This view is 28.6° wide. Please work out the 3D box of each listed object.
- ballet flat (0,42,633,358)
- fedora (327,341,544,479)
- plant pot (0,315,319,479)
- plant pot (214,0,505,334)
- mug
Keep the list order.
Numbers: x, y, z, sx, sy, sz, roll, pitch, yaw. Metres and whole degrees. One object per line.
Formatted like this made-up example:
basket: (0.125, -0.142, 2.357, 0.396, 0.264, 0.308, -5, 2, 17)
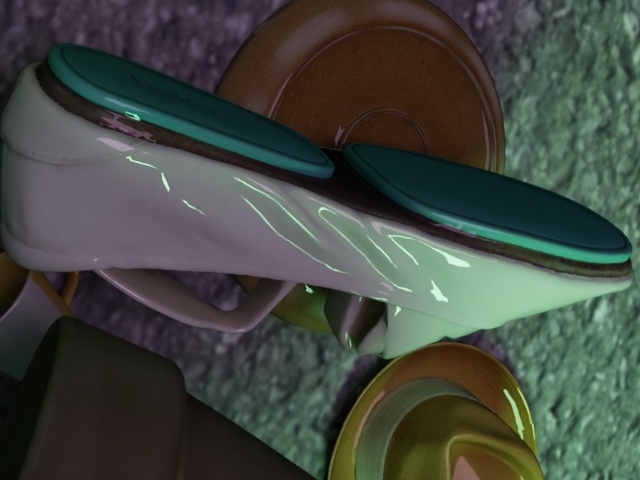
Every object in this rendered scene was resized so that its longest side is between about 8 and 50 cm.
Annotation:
ballet flat: (0.000, 0.000, 0.735, 0.400, 0.139, 0.139, 14, 92, -28)
fedora: (0.097, 0.168, 0.876, 0.194, 0.079, 0.194, -6, 102, -30)
plant pot: (-0.056, 0.236, 0.611, 0.280, 0.323, 0.323, 23, 87, -13)
plant pot: (0.035, -0.050, 0.825, 0.236, 0.032, 0.236, -7, 102, -31)
mug: (-0.162, 0.043, 0.708, 0.078, 0.062, 0.064, -46, 127, -9)
